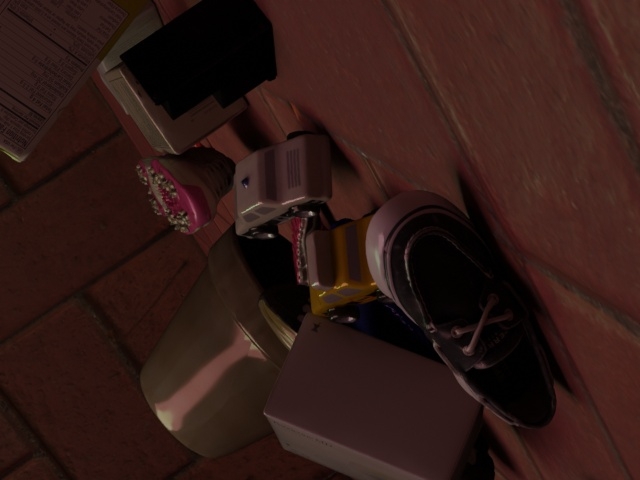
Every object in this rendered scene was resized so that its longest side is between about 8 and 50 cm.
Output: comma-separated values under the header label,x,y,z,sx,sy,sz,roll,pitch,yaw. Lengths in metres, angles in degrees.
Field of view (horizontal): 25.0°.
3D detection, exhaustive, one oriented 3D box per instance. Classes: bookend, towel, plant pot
label,x,y,z,sx,sy,sz,roll,pitch,yaw
bookend,-0.135,-0.199,1.653,0.072,0.156,0.157,53,172,13
towel,0.098,0.089,1.798,0.227,0.076,0.308,46,169,12
plant pot,-0.115,0.173,2.208,0.323,0.280,0.323,44,-164,-16

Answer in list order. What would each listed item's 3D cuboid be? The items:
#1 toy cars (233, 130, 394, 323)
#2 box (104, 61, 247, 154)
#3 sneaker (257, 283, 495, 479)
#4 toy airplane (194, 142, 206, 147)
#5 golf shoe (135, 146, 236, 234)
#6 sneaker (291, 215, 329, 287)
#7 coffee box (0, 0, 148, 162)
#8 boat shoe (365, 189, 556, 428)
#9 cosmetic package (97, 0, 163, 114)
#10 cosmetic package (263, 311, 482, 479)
label,x,y,z,sx,sy,sz,roll,pitch,yaw
toy cars,-0.020,-0.021,1.641,0.087,0.176,0.394,7,-158,-33
box,-0.212,-0.218,2.091,0.148,0.127,0.232,56,172,-12
sneaker,0.041,0.239,1.979,0.410,0.182,0.158,46,-154,-1
toy airplane,-0.224,-0.187,2.599,0.151,0.028,0.151,52,170,13
golf shoe,-0.183,-0.091,2.132,0.306,0.140,0.115,-146,35,-70
sneaker,0.000,0.000,2.016,0.063,0.075,0.170,-108,13,-55
coffee box,-0.461,-0.365,1.868,0.338,0.334,0.337,35,-175,-35
boat shoe,0.144,0.075,1.359,0.102,0.108,0.301,45,169,50
cosmetic package,-0.305,-0.309,2.288,0.085,0.117,0.231,52,170,21
cosmetic package,0.069,0.210,1.709,0.224,0.138,0.224,21,163,12
